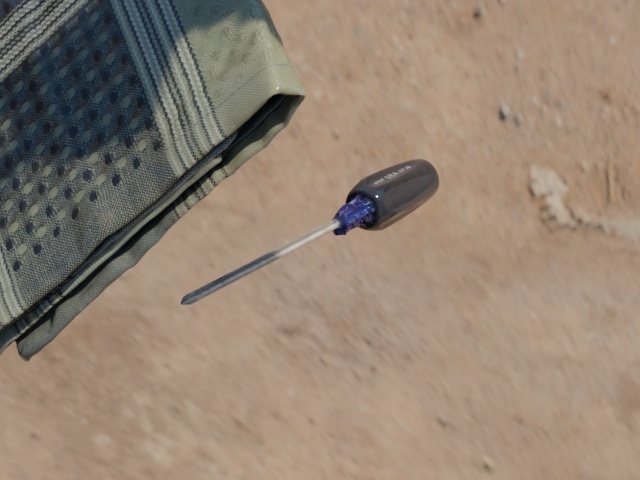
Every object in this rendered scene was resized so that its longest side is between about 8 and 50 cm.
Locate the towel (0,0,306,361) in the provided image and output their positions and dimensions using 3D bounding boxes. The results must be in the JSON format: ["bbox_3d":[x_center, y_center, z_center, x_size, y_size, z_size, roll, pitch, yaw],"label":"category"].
[{"bbox_3d":[-0.164,-0.103,1.164,0.312,0.056,0.324,-38,53,22],"label":"towel"}]

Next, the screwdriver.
[{"bbox_3d":[0.000,0.000,0.776,0.025,0.170,0.024,45,129,8],"label":"screwdriver"}]
